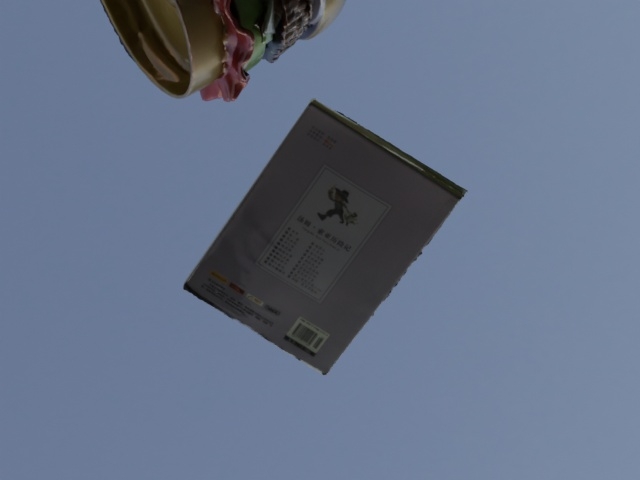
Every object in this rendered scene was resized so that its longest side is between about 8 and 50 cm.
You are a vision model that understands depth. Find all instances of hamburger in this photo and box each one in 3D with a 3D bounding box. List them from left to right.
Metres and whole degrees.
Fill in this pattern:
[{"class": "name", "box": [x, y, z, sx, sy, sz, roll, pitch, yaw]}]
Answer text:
[{"class": "hamburger", "box": [-0.053, -0.172, 1.086, 0.137, 0.175, 0.175, -24, -75, -17]}]

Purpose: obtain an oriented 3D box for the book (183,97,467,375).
[{"class": "book", "box": [0.000, 0.000, 1.294, 0.127, 0.181, 0.014, 32, -153, -8]}]
